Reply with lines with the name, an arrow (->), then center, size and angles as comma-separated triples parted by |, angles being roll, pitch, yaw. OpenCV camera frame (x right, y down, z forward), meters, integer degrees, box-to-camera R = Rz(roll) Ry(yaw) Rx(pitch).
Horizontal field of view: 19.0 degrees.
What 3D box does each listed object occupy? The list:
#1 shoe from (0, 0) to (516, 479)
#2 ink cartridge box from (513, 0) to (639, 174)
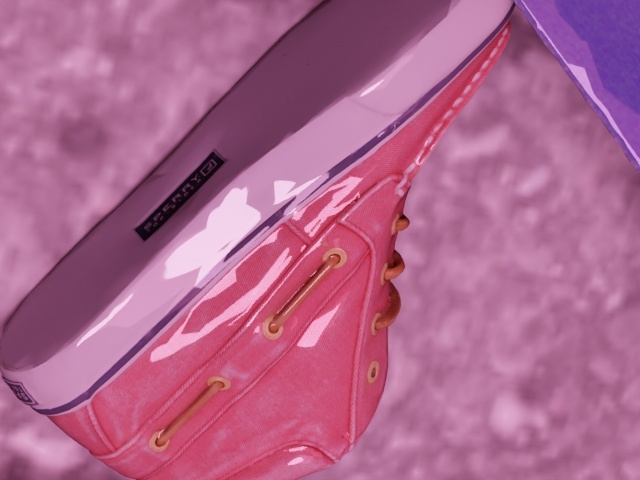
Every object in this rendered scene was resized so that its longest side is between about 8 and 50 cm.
shoe -> 0.000, 0.000, 0.534 | 0.178, 0.063, 0.081 | -43, 117, 1
ink cartridge box -> 0.230, -0.083, 0.507 | 0.307, 0.072, 0.303 | -39, 96, -13
